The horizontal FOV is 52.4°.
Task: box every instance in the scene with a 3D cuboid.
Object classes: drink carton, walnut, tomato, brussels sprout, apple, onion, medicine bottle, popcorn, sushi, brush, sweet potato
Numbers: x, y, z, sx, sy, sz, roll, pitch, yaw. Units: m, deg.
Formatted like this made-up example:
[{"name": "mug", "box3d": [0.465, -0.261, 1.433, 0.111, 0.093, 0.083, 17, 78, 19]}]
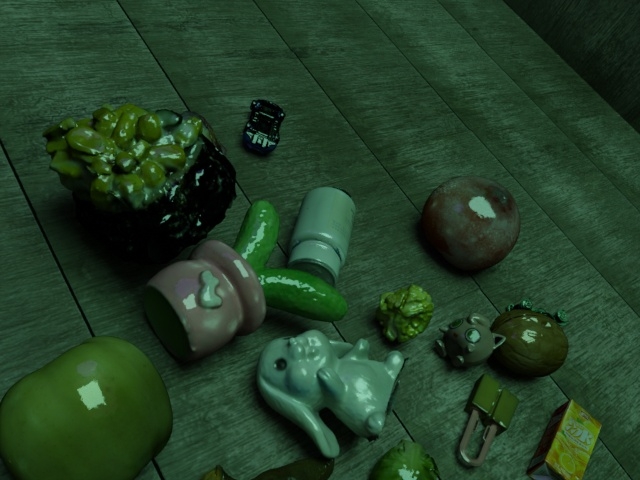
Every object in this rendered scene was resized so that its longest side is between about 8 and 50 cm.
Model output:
[{"name": "drink carton", "box3d": [0.567, 0.479, 1.502, 0.096, 0.071, 0.223, 41, 43, 9]}, {"name": "walnut", "box3d": [0.512, 0.253, 1.610, 0.207, 0.167, 0.167, 17, 46, -18]}, {"name": "tomato", "box3d": [0.421, -0.058, 1.784, 0.271, 0.227, 0.270, 17, 48, -19]}, {"name": "brussels sprout", "box3d": [0.166, 0.476, 1.269, 0.139, 0.100, 0.180, 14, 62, 3]}, {"name": "apple", "box3d": [-0.365, 0.283, 1.032, 0.263, 0.262, 0.262, 15, 46, -17]}, {"name": "onion", "box3d": [-0.304, -0.218, 1.616, 0.098, 0.151, 0.205, 26, 44, -59]}, {"name": "medicine bottle", "box3d": [0.000, 0.000, 1.556, 0.144, 0.143, 0.258, 24, 43, -9]}, {"name": "popcorn", "box3d": [0.197, 0.168, 1.518, 0.126, 0.145, 0.126, -29, 62, -36]}, {"name": "sushi", "box3d": [-0.356, -0.150, 1.316, 0.329, 0.285, 0.328, -34, 39, -26]}, {"name": "brush", "box3d": [0.366, 0.415, 1.465, 0.103, 0.047, 0.233, 37, 45, 5]}, {"name": "sweet potato", "box3d": [-0.084, 0.434, 1.168, 0.286, 0.085, 0.112, -6, 51, -33]}]

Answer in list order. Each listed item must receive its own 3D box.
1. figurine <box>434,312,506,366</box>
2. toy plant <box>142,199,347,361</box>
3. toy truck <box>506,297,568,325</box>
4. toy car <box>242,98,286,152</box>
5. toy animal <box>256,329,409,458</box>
[{"name": "figurine", "box3d": [0.353, 0.239, 1.554, 0.138, 0.125, 0.125, -32, 70, -16]}, {"name": "toy plant", "box3d": [-0.161, 0.109, 1.326, 0.356, 0.210, 0.317, -28, 76, -42]}, {"name": "toy truck", "box3d": [0.581, 0.214, 1.744, 0.154, 0.080, 0.077, 18, 67, -14]}, {"name": "toy car", "box3d": [-0.159, -0.319, 1.807, 0.103, 0.063, 0.216, 21, 39, -12]}, {"name": "toy animal", "box3d": [0.023, 0.285, 1.303, 0.289, 0.174, 0.249, 40, 40, 19]}]
